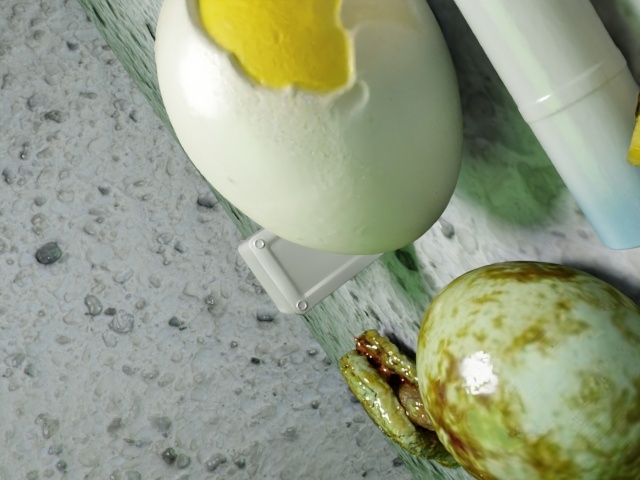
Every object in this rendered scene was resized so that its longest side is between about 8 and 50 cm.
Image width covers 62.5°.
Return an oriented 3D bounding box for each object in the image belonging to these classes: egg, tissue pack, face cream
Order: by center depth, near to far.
[{"bbox_3d":[0.187,-0.115,0.395,0.250,0.077,0.077,56,166,-8],"label":"face cream"},{"bbox_3d":[0.000,-0.137,0.546,0.345,0.283,0.283,55,166,-11],"label":"egg"},{"bbox_3d":[0.219,0.138,0.562,0.238,0.238,0.289,59,175,-17],"label":"egg"},{"bbox_3d":[0.001,0.001,0.930,0.159,0.246,0.136,56,165,-4],"label":"tissue pack"}]

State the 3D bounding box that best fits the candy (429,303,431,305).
[{"bbox_3d":[0.237,0.128,0.828,0.287,0.078,0.084,-179,72,-78],"label":"candy"}]

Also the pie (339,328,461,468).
[{"bbox_3d":[0.217,0.430,1.382,0.395,0.180,0.418,41,168,40],"label":"pie"}]

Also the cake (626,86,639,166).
[{"bbox_3d":[0.219,-0.120,0.299,0.185,0.080,0.116,49,166,-17],"label":"cake"}]
